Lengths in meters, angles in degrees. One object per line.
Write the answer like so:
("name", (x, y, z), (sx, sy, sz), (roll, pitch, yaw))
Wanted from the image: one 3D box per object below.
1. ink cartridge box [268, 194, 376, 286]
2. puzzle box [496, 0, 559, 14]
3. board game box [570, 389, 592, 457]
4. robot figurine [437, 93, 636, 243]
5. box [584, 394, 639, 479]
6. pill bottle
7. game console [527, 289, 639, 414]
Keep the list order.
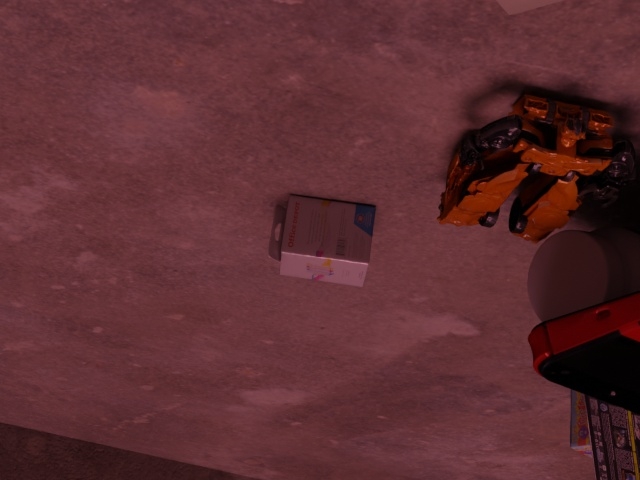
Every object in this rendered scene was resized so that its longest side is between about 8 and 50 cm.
("ink cartridge box", (0.000, 0.000, 1.656), (0.143, 0.092, 0.090), (9, 156, 0))
("puzzle box", (0.276, -0.325, 0.932), (0.409, 0.052, 0.272), (-11, 149, 33))
("board game box", (0.604, 0.350, 2.177), (0.142, 0.144, 0.275), (-18, 146, 41))
("robot figurine", (0.253, -0.085, 1.412), (0.211, 0.085, 0.291), (11, 156, -9))
("box", (0.552, 0.308, 1.936), (0.216, 0.270, 0.060), (6, -154, 45))
("pill bottle", (0.416, 0.067, 1.540), (0.279, 0.162, 0.162), (9, 159, -37))
("game console", (0.487, 0.138, 1.413), (0.387, 0.060, 0.342), (21, 146, -31))
